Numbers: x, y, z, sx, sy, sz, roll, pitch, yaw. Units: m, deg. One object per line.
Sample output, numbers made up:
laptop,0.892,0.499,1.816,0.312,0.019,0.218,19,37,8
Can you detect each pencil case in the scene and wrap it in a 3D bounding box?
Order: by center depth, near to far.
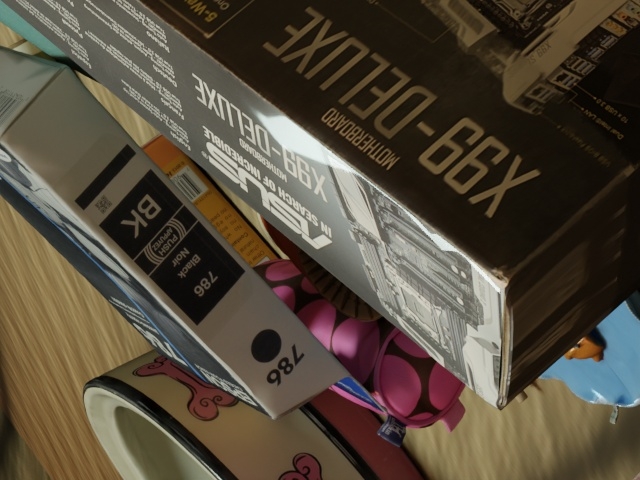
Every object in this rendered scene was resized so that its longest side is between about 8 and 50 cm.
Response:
pencil case,0.019,0.076,1.107,0.098,0.095,0.209,46,166,-32

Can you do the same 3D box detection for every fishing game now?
fishing game,0.121,0.032,0.890,0.189,0.041,0.264,52,160,2

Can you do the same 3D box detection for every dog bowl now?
dog bowl,-0.037,0.245,1.419,0.408,0.150,0.408,40,157,21

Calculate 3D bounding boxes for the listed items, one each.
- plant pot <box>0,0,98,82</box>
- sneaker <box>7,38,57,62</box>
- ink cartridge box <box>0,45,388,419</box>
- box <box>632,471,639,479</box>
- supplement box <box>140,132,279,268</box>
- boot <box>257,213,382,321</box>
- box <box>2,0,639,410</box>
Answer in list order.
plant pot,-0.090,-0.177,0.798,0.234,0.165,0.166,40,158,10
sneaker,-0.272,-0.122,1.381,0.086,0.064,0.192,57,156,-4
ink cartridge box,-0.106,0.013,0.956,0.332,0.065,0.165,47,165,-32
box,0.165,0.288,0.869,0.154,0.300,0.142,35,157,36
supplement box,-0.085,0.027,1.244,0.233,0.080,0.078,50,160,3
boot,0.000,0.000,1.054,0.158,0.059,0.084,55,165,22
box,0.031,-0.125,0.519,0.307,0.242,0.076,39,156,26
